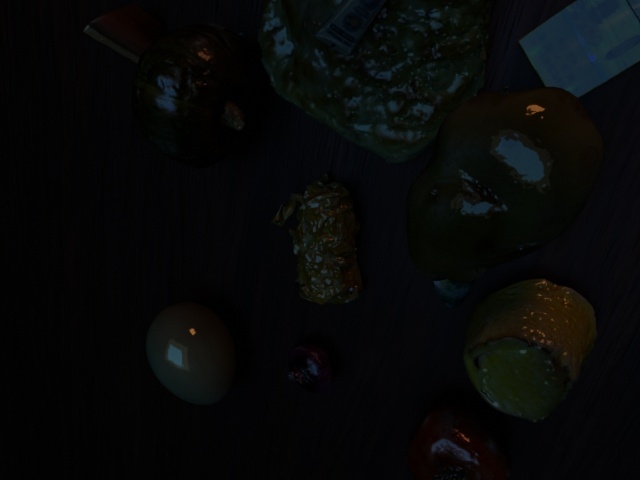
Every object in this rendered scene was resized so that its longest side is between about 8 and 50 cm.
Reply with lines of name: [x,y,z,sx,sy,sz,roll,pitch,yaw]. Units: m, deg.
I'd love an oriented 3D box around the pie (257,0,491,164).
pie: [0.076,-0.346,0.683,0.395,0.180,0.418,26,121,16]

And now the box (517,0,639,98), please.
box: [0.395,-0.288,0.622,0.193,0.030,0.121,-32,90,31]

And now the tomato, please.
tomato: [0.252,0.392,0.831,0.187,0.151,0.187,5,105,20]

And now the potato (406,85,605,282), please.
potato: [0.246,-0.066,0.676,0.218,0.202,0.351,26,130,3]

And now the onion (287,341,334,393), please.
onion: [-0.025,0.275,0.962,0.115,0.104,0.115,16,113,42]

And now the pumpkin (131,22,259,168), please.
pumpkin: [-0.205,-0.247,0.807,0.189,0.260,0.260,26,115,16]

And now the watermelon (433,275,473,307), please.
watermelon: [0.234,0.082,0.813,0.085,0.085,0.061,-66,33,26]

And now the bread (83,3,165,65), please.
bread: [-0.375,-0.413,0.924,0.067,0.192,0.119,-16,61,35]

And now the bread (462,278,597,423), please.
bread: [0.329,0.169,0.716,0.197,0.170,0.197,16,124,24]

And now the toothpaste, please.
toothpaste: [0.081,-0.333,0.556,0.239,0.062,0.039,-45,40,39]

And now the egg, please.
egg: [-0.293,0.264,1.044,0.188,0.188,0.254,-18,100,30]

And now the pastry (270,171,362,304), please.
pastry: [0.000,0.000,0.866,0.154,0.102,0.250,-1,107,24]
